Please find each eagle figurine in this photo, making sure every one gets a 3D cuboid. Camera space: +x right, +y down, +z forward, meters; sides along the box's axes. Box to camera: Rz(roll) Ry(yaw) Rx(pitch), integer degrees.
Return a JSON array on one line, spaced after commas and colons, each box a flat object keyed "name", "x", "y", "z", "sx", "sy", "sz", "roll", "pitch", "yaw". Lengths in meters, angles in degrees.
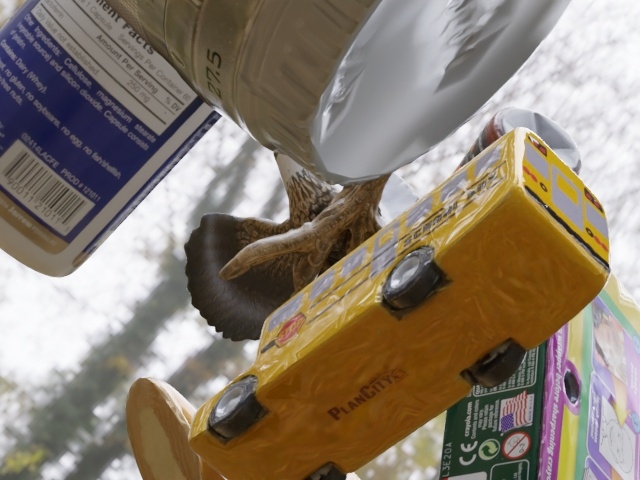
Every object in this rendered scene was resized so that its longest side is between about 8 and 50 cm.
[{"name": "eagle figurine", "x": -0.001, "y": -0.011, "z": 1.630, "sx": 0.226, "sy": 0.225, "sz": 0.298, "roll": 8, "pitch": -8, "yaw": -10}]

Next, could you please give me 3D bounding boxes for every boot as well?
[{"name": "boot", "x": -0.068, "y": 0.258, "z": 1.861, "sx": 0.295, "sy": 0.211, "sz": 0.104, "roll": 57, "pitch": -48, "yaw": 18}]

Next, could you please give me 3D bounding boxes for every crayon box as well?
[{"name": "crayon box", "x": 0.229, "y": 0.204, "z": 1.514, "sx": 0.106, "sy": 0.363, "sz": 0.313, "roll": -15, "pitch": -44, "yaw": 30}]

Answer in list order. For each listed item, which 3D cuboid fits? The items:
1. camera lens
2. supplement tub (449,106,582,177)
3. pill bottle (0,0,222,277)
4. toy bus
[{"name": "camera lens", "x": -0.023, "y": -0.188, "z": 0.823, "sx": 0.274, "sy": 0.219, "sz": 0.219, "roll": 45, "pitch": -40, "yaw": 20}, {"name": "supplement tub", "x": 0.170, "y": -0.032, "z": 1.702, "sx": 0.106, "sy": 0.106, "sz": 0.198, "roll": 37, "pitch": -53, "yaw": 5}, {"name": "pill bottle", "x": -0.142, "y": -0.115, "z": 1.168, "sx": 0.153, "sy": 0.153, "sz": 0.265, "roll": 44, "pitch": -87, "yaw": -3}, {"name": "toy bus", "x": 0.053, "y": 0.067, "z": 1.258, "sx": 0.332, "sy": 0.130, "sz": 0.108, "roll": -38, "pitch": -68, "yaw": 26}]
